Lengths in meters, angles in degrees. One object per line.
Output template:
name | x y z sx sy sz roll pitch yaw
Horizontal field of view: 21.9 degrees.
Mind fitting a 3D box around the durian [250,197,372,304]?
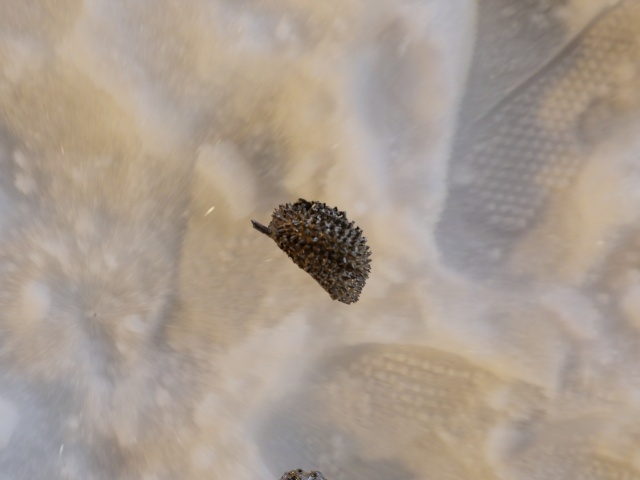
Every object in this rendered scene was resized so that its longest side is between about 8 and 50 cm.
durian | 0.000 -0.002 1.588 0.140 0.110 0.071 33 100 -28

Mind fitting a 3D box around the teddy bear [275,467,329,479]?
teddy bear | -0.079 0.341 1.771 0.129 0.182 0.251 21 124 -13
